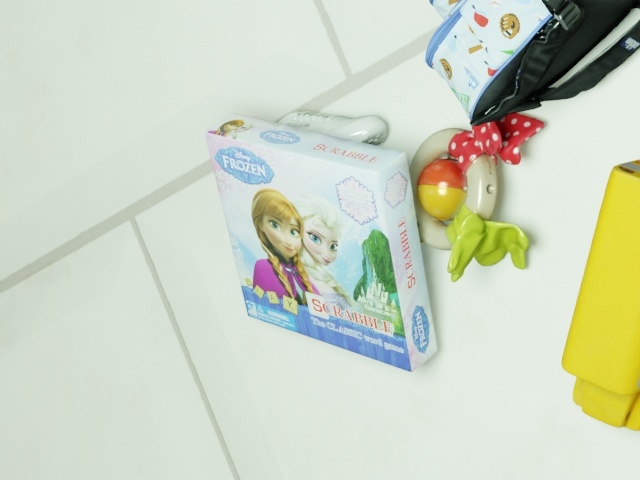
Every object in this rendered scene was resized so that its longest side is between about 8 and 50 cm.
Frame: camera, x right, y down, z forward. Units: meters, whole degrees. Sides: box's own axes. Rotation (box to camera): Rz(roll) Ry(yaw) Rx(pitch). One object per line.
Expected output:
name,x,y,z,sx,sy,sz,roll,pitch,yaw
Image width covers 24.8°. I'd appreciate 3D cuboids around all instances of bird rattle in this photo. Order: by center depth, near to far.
bird rattle,0.181,-0.075,1.916,0.207,0.143,0.253,3,99,53

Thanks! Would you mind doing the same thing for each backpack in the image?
backpack,0.248,-0.271,1.744,0.213,0.276,0.263,52,131,22

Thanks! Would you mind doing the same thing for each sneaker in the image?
sneaker,-0.010,-0.146,2.066,0.235,0.090,0.095,-17,80,36

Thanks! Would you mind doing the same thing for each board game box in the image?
board game box,0.000,0.000,2.017,0.318,0.066,0.318,15,129,39

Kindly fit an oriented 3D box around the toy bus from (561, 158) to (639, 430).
toy bus,0.385,0.074,1.786,0.108,0.130,0.333,23,113,31
